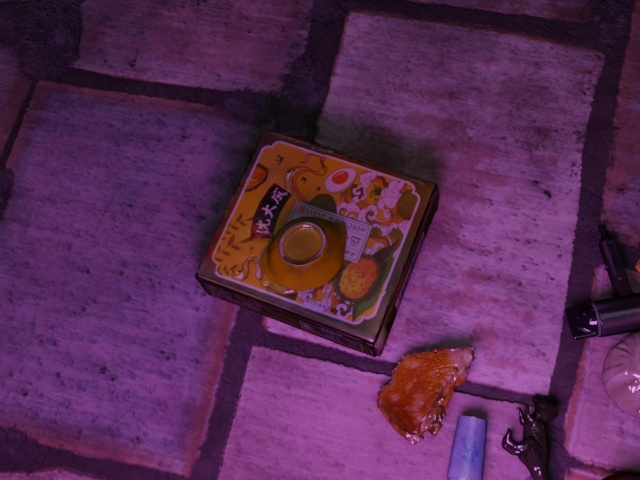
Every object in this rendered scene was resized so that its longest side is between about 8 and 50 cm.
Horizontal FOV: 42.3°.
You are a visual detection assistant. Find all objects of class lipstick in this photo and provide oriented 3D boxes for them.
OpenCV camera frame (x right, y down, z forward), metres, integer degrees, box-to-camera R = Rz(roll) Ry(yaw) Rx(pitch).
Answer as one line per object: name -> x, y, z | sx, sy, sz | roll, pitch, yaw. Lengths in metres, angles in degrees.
lipstick -> 0.274, 0.480, 1.597 | 0.068, 0.061, 0.274 | 10, 71, 7

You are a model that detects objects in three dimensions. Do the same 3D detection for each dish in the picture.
dish -> -0.037, 0.019, 1.639 | 0.208, 0.080, 0.149 | -36, 71, -9

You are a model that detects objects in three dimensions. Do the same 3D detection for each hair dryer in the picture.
hair dryer -> 0.590, 0.078, 1.715 | 0.196, 0.078, 0.248 | -9, 60, 3

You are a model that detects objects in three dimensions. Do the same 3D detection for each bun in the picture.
bun -> 0.646, 0.262, 1.606 | 0.183, 0.102, 0.183 | -1, 83, 5

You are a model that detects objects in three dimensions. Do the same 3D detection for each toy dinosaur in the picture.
toy dinosaur -> 0.448, 0.394, 1.598 | 0.179, 0.087, 0.187 | 22, 75, 14

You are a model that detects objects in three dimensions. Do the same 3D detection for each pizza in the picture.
pizza -> 0.212, 0.297, 1.671 | 0.147, 0.069, 0.226 | 22, 69, 35

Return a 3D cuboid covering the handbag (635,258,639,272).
handbag -> 0.706, 0.048, 1.726 | 0.083, 0.027, 0.061 | -33, 70, -8

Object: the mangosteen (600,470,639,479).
mangosteen -> 0.569, 0.510, 1.510 | 0.166, 0.180, 0.166 | -4, 41, 4

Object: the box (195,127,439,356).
box -> 0.000, 0.000, 1.758 | 0.420, 0.138, 0.372 | 20, 74, 11
